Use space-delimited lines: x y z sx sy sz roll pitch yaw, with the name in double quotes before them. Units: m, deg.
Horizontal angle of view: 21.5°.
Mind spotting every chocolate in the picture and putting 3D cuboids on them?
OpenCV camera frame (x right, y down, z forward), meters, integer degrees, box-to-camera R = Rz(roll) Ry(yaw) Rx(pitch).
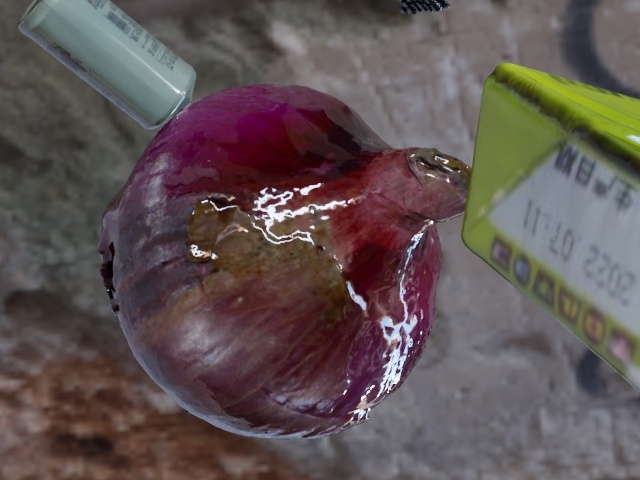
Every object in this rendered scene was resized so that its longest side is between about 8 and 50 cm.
"chocolate" 0.274 0.017 1.115 0.289 0.300 0.137 45 -65 52

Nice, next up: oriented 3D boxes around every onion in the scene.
"onion" 0.000 0.000 1.546 0.347 0.385 0.348 25 53 -39

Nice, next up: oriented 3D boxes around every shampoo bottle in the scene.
"shampoo bottle" -0.209 -0.189 1.810 0.234 0.087 0.118 39 3 -15

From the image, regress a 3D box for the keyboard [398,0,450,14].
"keyboard" 0.038 -0.301 1.642 0.231 0.072 0.023 45 75 -30
